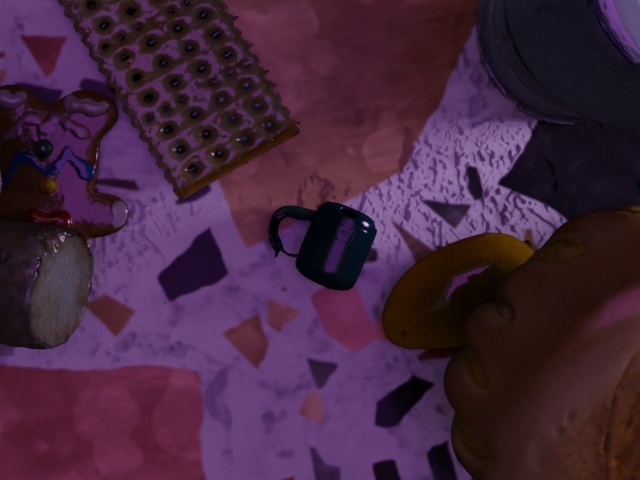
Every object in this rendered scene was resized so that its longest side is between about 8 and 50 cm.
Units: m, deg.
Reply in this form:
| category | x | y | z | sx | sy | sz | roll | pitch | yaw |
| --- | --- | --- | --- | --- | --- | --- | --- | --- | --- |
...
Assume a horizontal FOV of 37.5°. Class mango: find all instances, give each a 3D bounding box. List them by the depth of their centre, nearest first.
| category | x | y | z | sx | sy | sz | roll | pitch | yaw |
| --- | --- | --- | --- | --- | --- | --- | --- | --- | --- |
| mango | 0.133 | 0.053 | 0.881 | 0.161 | 0.076 | 0.103 | -21 | 101 | 1 |

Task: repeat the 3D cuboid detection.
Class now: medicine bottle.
| category | x | y | z | sx | sy | sz | roll | pitch | yaw |
| --- | --- | --- | --- | --- | --- | --- | --- | --- | --- |
| medicine bottle | 0.267 | -0.209 | 0.789 | 0.245 | 0.290 | 0.245 | 0 | 91 | -10 |

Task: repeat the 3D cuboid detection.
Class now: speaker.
| category | x | y | z | sx | sy | sz | roll | pitch | yaw |
| --- | --- | --- | --- | --- | --- | --- | --- | --- | --- |
| speaker | 0.000 | 0.000 | 0.875 | 0.094 | 0.060 | 0.075 | 22 | 87 | 27 |

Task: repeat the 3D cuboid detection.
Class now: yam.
| category | x | y | z | sx | sy | sz | roll | pitch | yaw |
| --- | --- | --- | --- | --- | --- | --- | --- | --- | --- |
| yam | -0.300 | 0.029 | 0.781 | 0.194 | 0.107 | 0.107 | 6 | 90 | 10 |

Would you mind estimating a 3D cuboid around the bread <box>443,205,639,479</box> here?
| category | x | y | z | sx | sy | sz | roll | pitch | yaw |
| --- | --- | --- | --- | --- | --- | --- | --- | --- | --- |
| bread | 0.245 | 0.108 | 0.806 | 0.333 | 0.160 | 0.333 | -9 | 130 | -11 |

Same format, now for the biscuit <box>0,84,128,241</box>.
| category | x | y | z | sx | sy | sz | roll | pitch | yaw |
| --- | --- | --- | --- | --- | --- | --- | --- | --- | --- |
| biscuit | -0.242 | -0.035 | 0.845 | 0.138 | 0.031 | 0.205 | 4 | 92 | -9 |

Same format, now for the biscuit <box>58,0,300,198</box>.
| category | x | y | z | sx | sy | sz | roll | pitch | yaw |
| --- | --- | --- | --- | --- | --- | --- | --- | --- | --- |
| biscuit | -0.130 | -0.168 | 0.861 | 0.139 | 0.016 | 0.231 | -31 | 94 | -12 |
